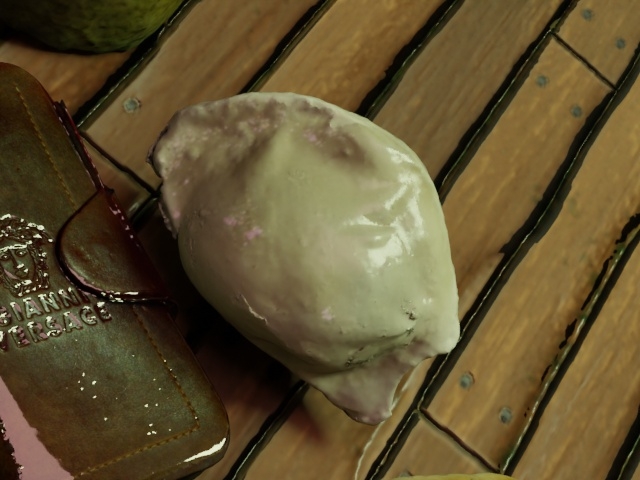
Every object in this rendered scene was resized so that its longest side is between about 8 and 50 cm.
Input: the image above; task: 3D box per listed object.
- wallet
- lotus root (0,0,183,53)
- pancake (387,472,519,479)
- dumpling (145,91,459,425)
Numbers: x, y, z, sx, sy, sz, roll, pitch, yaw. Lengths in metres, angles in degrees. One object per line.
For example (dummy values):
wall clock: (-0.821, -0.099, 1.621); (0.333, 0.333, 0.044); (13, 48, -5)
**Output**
wallet: (-0.146, 0.019, 0.929); (0.137, 0.031, 0.255); (-18, 73, -37)
lotus root: (-0.120, -0.207, 0.995); (0.183, 0.078, 0.204); (0, 91, -43)
pancake: (0.094, 0.281, 0.897); (0.356, 0.065, 0.356); (16, 58, -27)
dumpling: (0.000, 0.000, 0.967); (0.136, 0.118, 0.199); (-34, 96, 2)
